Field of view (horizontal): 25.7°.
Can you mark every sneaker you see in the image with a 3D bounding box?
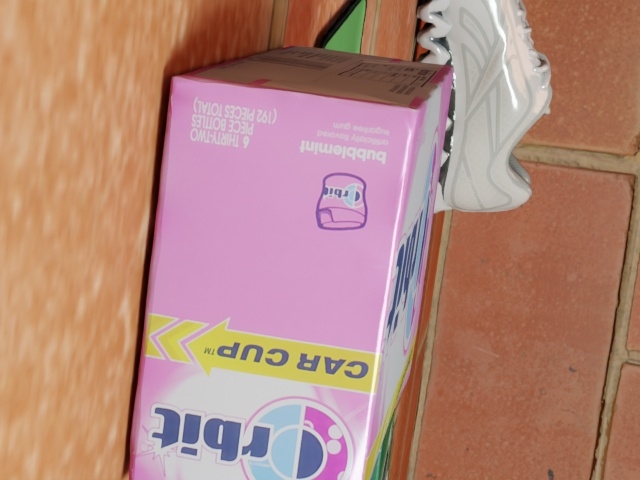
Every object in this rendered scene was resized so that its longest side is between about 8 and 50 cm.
[{"bbox_3d":[0.134,-0.158,1.141,0.110,0.118,0.292,-62,158,-65],"label":"sneaker"}]

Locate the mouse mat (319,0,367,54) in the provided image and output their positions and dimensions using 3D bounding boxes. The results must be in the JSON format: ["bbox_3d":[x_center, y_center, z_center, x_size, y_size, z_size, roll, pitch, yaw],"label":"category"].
[{"bbox_3d":[0.002,-0.016,0.672,0.152,0.007,0.190,-64,160,-69],"label":"mouse mat"}]

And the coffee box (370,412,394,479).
[{"bbox_3d":[0.021,0.141,0.880,0.184,0.040,0.113,92,9,-46],"label":"coffee box"}]

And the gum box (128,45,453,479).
[{"bbox_3d":[0.000,0.000,0.430,0.188,0.062,0.107,-51,149,-77],"label":"gum box"}]
